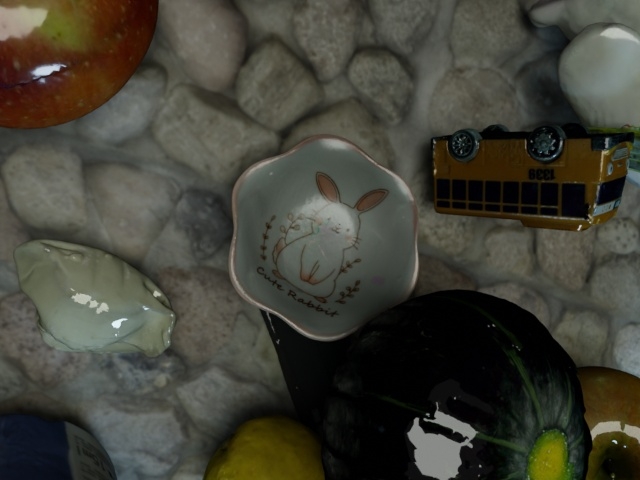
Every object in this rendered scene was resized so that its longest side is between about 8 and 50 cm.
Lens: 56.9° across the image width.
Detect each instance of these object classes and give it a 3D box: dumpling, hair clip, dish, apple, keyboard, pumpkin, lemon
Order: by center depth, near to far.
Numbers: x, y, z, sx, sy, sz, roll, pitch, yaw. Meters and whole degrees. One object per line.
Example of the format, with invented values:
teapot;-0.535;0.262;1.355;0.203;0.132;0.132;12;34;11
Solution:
apple;-0.275;-0.241;0.522;0.251;0.206;0.272;-46;108;-15
pumpkin;0.118;0.194;0.627;0.295;0.296;0.296;-2;98;-14
dumpling;-0.254;0.074;0.635;0.169;0.100;0.134;21;129;-37
hair clip;0.342;-0.097;0.658;0.033;0.188;0.060;-47;136;-24
lemon;-0.044;0.298;0.673;0.170;0.170;0.207;-36;105;-7
dish;0.000;0.000;0.679;0.229;0.081;0.230;1;83;-11
keyboard;0.024;0.214;0.748;0.103;0.041;0.382;-21;96;-10
apple;0.350;0.274;0.761;0.236;0.207;0.237;-1;82;6

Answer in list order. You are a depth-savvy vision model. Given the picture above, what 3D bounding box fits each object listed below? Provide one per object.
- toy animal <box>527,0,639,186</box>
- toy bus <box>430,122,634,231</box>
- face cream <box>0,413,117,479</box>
toy animal;0.407;-0.215;0.708;0.249;0.174;0.289;-42;104;-5
toy bus;0.232;-0.073;0.664;0.098;0.200;0.114;-15;107;-46
face cream;-0.307;0.323;0.561;0.248;0.225;0.249;-8;108;-24
